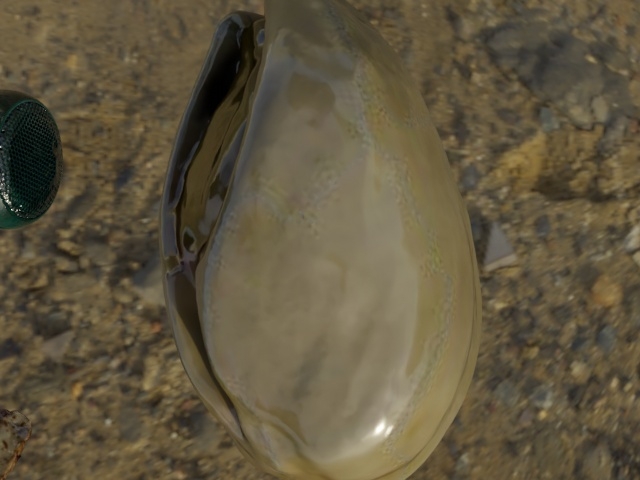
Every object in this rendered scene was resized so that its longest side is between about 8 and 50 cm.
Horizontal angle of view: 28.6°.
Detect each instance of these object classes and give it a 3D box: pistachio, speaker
[{"bbox_3d":[0.000,0.000,0.573,0.137,0.153,0.238,-15,90,51],"label":"pistachio"},{"bbox_3d":[-0.158,-0.033,0.522,0.075,0.094,0.060,2,98,21],"label":"speaker"}]

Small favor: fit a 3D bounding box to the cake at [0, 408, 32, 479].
[{"bbox_3d":[-0.285,0.204,0.765,0.112,0.246,0.135,30,129,-10],"label":"cake"}]
